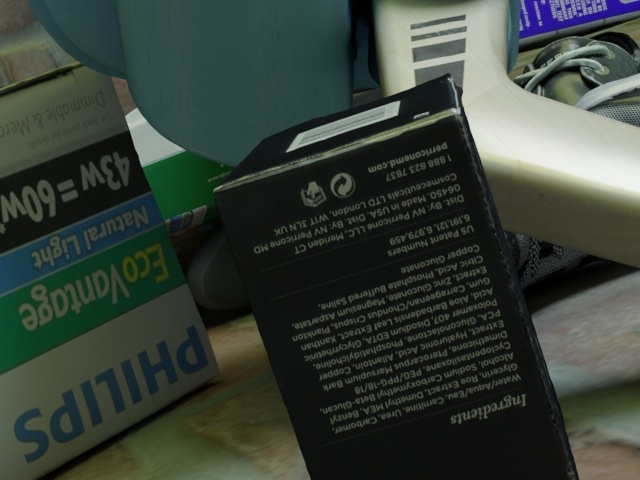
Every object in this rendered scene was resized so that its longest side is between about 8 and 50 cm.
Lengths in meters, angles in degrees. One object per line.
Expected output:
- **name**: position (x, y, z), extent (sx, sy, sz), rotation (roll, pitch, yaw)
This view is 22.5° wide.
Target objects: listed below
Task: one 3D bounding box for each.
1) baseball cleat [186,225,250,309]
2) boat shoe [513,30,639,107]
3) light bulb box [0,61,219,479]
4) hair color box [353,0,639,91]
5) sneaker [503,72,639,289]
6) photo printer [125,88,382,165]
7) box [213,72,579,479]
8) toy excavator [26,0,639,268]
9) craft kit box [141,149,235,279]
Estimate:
- **baseball cleat**: position (0.000, 0.000, 1.220), extent (0.206, 0.072, 0.109), rotation (-26, 16, -14)
- **boat shoe**: position (0.184, -0.087, 1.178), extent (0.121, 0.119, 0.335), rotation (-17, 8, 16)
- **light bulb box**: position (-0.329, 0.066, 1.011), extent (0.361, 0.225, 0.358), rotation (-13, 9, 43)
- **hair color box**: position (0.076, -0.179, 1.234), extent (0.338, 0.110, 0.185), rotation (-14, 2, -22)
- **sneaker**: position (0.127, -0.011, 0.910), extent (0.268, 0.101, 0.153), rotation (-21, 10, 23)
- **photo printer**: position (-0.036, -0.088, 1.499), extent (0.256, 0.107, 0.307), rotation (-26, -12, 5)
- **box**: position (0.034, 0.029, 0.618), extent (0.093, 0.158, 0.156), rotation (-18, 8, 7)
- **toy excavator**: position (0.036, -0.114, 0.834), extent (0.432, 0.222, 0.445), rotation (0, 41, 4)
- **craft kit box**: position (-0.143, 0.002, 1.312), extent (0.250, 0.061, 0.246), rotation (-21, -11, -6)
